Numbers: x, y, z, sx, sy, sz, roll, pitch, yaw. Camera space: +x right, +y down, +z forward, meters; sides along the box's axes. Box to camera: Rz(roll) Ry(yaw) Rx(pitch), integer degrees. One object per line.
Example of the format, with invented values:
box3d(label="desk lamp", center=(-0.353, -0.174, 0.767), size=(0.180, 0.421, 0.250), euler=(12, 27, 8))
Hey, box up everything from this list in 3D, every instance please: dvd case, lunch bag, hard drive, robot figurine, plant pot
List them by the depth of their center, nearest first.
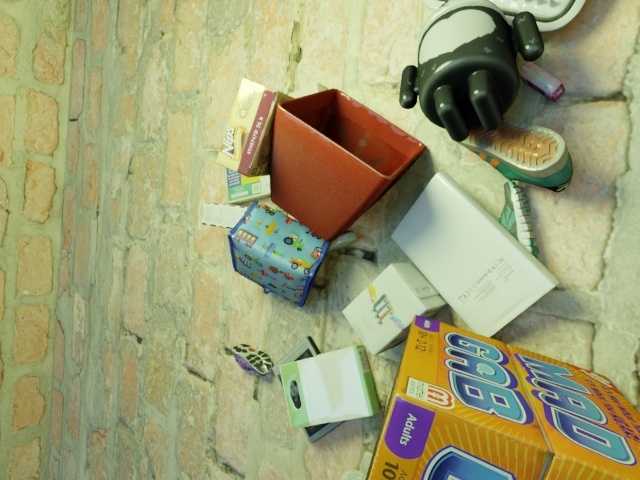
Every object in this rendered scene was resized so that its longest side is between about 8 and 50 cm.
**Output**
box3d(label="robot figurine", center=(0.266, -0.321, 0.751), size=(0.210, 0.173, 0.277), euler=(8, 61, 0))
box3d(label="hard drive", center=(0.299, 0.033, 0.847), size=(0.307, 0.040, 0.203), euler=(53, 136, 26))
box3d(label="plant pot", center=(0.036, -0.160, 0.929), size=(0.267, 0.267, 0.235), euler=(36, 128, 10))
box3d(label="lunch bag", center=(-0.121, 0.071, 1.071), size=(0.221, 0.138, 0.293), euler=(27, 143, 4))
box3d(label="dvd case", center=(-0.026, 0.416, 1.136), size=(0.179, 0.030, 0.238), euler=(-47, 62, 28))

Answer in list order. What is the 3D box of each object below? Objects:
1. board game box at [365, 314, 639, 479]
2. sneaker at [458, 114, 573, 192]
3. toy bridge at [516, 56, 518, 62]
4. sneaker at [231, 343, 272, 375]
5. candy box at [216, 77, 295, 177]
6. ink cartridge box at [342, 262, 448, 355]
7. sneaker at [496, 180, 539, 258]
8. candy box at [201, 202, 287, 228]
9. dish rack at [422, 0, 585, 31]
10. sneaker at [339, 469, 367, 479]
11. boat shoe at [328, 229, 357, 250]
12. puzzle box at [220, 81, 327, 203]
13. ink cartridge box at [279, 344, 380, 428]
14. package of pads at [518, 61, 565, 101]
box3d(label="board game box", center=(0.262, 0.381, 0.643), size=(0.357, 0.356, 0.355), euler=(16, 101, 14))
box3d(label="sneaker", center=(0.358, -0.186, 0.800), size=(0.108, 0.121, 0.302), euler=(-44, 42, 12))
box3d(label="toy bridge", center=(0.324, -0.342, 0.871), size=(0.188, 0.026, 0.063), euler=(-17, 80, 35))
box3d(label="sneaker", center=(-0.211, 0.381, 1.270), size=(0.170, 0.068, 0.071), euler=(16, 115, 45))
box3d(label="candy box", center=(-0.108, -0.253, 0.956), size=(0.088, 0.316, 0.182), euler=(27, 107, 10))
box3d(label="ink cartridge box", center=(0.170, 0.151, 0.923), size=(0.176, 0.128, 0.127), euler=(-48, 62, 26))
box3d(label="sneaker", center=(0.376, -0.035, 0.809), size=(0.076, 0.065, 0.166), euler=(-13, 80, 41))
box3d(label="candy box", center=(-0.226, -0.067, 1.208), size=(0.197, 0.165, 0.070), euler=(8, 94, 38))
box3d(label="dish rack", center=(0.392, -0.564, 0.791), size=(0.333, 0.072, 0.285), euler=(35, 110, 33))
box3d(label="sneaker", center=(0.151, 0.648, 0.975), size=(0.235, 0.090, 0.094), euler=(12, 112, 39))
box3d(label="boat shoe", center=(0.000, 0.000, 1.088), size=(0.220, 0.078, 0.070), euler=(-19, 79, 38))
box3d(label="puzzle box", center=(-0.143, -0.272, 1.216), size=(0.409, 0.052, 0.271), euler=(-7, 86, 37))
box3d(label="ink cartridge box", center=(0.019, 0.379, 1.049), size=(0.235, 0.056, 0.170), euler=(-22, 71, 25))
box3d(label="package of pads", center=(0.423, -0.304, 0.778), size=(0.032, 0.050, 0.083), euler=(-51, 61, 26))
